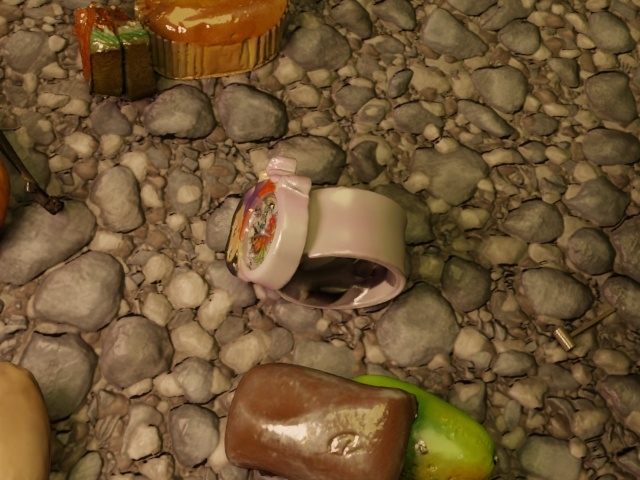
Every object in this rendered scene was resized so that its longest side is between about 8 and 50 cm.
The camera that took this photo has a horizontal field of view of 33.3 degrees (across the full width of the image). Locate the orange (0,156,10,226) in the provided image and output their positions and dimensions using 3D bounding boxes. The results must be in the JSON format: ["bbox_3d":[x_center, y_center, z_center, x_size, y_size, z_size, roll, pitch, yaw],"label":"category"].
[{"bbox_3d":[-0.547,-0.071,1.498,0.219,0.193,0.219,4,80,-22],"label":"orange"}]

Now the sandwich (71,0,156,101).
[{"bbox_3d":[-0.318,-0.307,1.650,0.109,0.185,0.159,-12,73,-16],"label":"sandwich"}]

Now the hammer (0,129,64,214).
[{"bbox_3d":[-0.474,-0.144,1.607,0.027,0.125,0.297,-41,63,-4],"label":"hammer"}]

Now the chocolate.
[{"bbox_3d":[-0.014,0.245,1.394,0.261,0.083,0.161,7,79,22],"label":"chocolate"}]

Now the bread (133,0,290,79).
[{"bbox_3d":[-0.175,-0.367,1.725,0.250,0.133,0.179,-6,68,-7],"label":"bread"}]

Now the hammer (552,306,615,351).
[{"bbox_3d":[0.397,0.125,1.587,0.110,0.019,0.035,-28,69,-20],"label":"hammer"}]

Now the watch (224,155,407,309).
[{"bbox_3d":[0.000,0.000,1.525,0.231,0.244,0.196,12,63,-24],"label":"watch"}]

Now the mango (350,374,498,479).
[{"bbox_3d":[0.124,0.263,1.440,0.233,0.111,0.125,25,60,11],"label":"mango"}]

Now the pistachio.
[{"bbox_3d":[-0.443,0.297,1.323,0.194,0.214,0.318,-16,52,29],"label":"pistachio"}]
